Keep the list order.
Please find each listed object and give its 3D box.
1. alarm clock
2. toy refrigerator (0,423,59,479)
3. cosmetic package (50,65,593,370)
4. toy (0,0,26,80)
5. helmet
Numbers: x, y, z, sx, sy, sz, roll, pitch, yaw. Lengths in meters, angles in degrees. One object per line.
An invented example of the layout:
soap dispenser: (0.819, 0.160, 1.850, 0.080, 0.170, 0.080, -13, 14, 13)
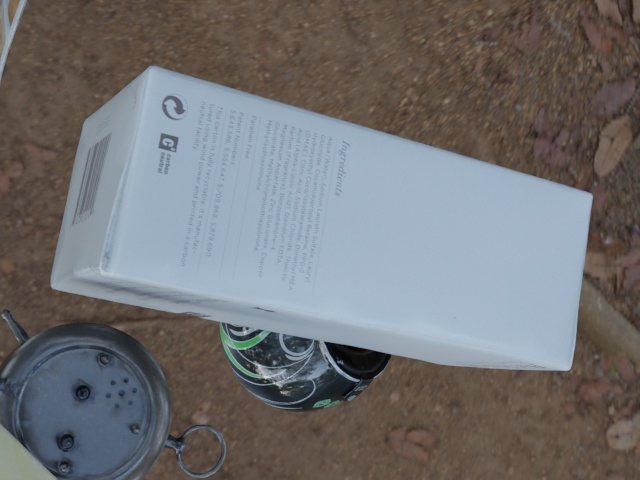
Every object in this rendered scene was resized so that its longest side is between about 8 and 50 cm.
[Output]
alarm clock: (-0.156, 0.131, 0.776, 0.192, 0.064, 0.129, 21, 75, -19)
toy refrigerator: (-0.091, 0.155, 0.366, 0.102, 0.094, 0.269, -14, 122, 46)
cosmetic package: (0.000, 0.000, 0.866, 0.385, 0.217, 0.156, 15, 80, -21)
toy: (-0.133, -0.178, 0.425, 0.237, 0.056, 0.137, -52, 45, 51)
helmet: (-0.023, 0.089, 1.082, 0.161, 0.169, 0.169, -17, 101, 40)
